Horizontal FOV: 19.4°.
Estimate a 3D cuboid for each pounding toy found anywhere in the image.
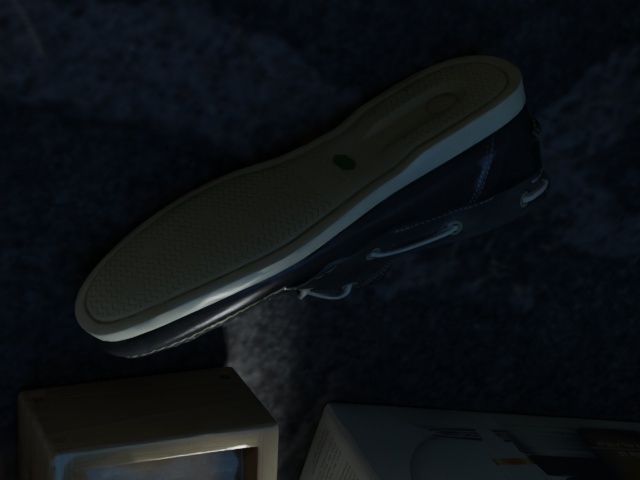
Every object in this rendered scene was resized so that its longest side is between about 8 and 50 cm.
[{"bbox_3d":[-0.100,0.140,0.925,0.130,0.100,0.141,-5,112,-20],"label":"pounding toy"}]

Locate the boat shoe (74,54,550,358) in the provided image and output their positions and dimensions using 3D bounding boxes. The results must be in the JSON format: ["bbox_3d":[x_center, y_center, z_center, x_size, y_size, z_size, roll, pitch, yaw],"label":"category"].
[{"bbox_3d":[0.000,0.000,0.871,0.233,0.084,0.079,-27,127,-8],"label":"boat shoe"}]

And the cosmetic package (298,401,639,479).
[{"bbox_3d":[0.204,0.206,0.963,0.377,0.284,0.097,6,118,-26],"label":"cosmetic package"}]
